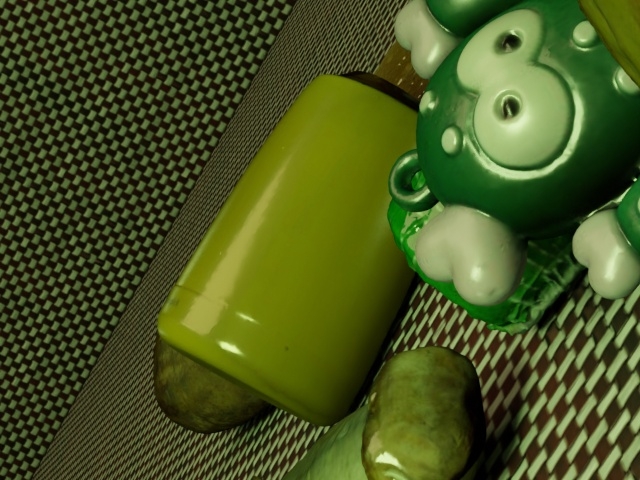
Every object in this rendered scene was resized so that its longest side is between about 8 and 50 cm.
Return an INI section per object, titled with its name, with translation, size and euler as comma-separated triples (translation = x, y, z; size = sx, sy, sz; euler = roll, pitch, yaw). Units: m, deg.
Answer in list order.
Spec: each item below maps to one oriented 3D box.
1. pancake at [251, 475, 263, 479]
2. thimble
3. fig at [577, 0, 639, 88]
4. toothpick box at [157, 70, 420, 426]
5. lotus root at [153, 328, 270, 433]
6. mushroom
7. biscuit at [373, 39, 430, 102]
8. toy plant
[pancake]
translation = -0.110, 0.367, 1.306
size = 0.377, 0.054, 0.197
euler = -64, 13, -17
[thimble]
translation = 0.107, -0.009, 1.022
size = 0.090, 0.118, 0.130
euler = -49, 54, 19
[fig]
translation = 0.199, -0.071, 0.681
size = 0.217, 0.216, 0.321
euler = -173, 85, -78
[toothpick box]
translation = 0.000, 0.000, 1.346
size = 0.271, 0.175, 0.175
euler = -61, 11, -8
[lotus root]
translation = -0.104, 0.121, 1.637
size = 0.260, 0.128, 0.145
euler = 141, 144, -67
[mushroom]
translation = 0.023, 0.167, 1.082
size = 0.107, 0.087, 0.333
euler = -65, 7, -30
[biscuit]
translation = 0.100, -0.151, 1.558
size = 0.170, 0.050, 0.170
euler = -50, 23, 29
[toy plant]
translation = 0.136, -0.078, 0.900
size = 0.243, 0.112, 0.233
euler = -6, 68, 36
